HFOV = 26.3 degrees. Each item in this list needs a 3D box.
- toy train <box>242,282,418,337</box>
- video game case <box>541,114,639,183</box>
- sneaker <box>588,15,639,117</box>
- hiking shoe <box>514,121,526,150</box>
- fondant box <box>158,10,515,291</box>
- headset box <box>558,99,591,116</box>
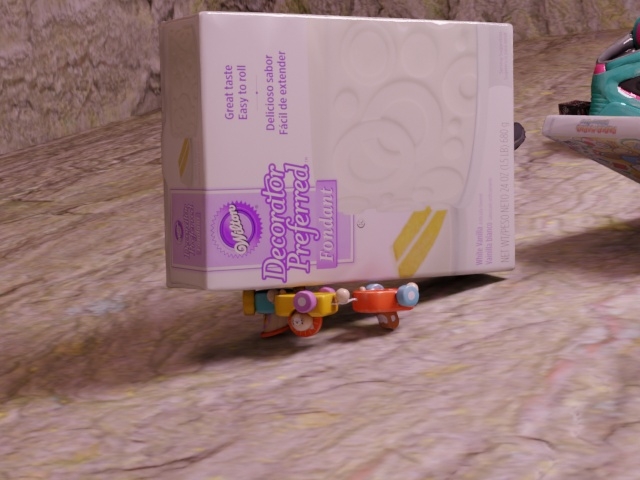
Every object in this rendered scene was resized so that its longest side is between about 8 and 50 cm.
[{"bbox_3d":[0.004,0.063,1.230,0.125,0.046,0.166,-3,1,-40],"label":"toy train"},{"bbox_3d":[0.363,-0.071,1.330,0.227,0.026,0.206,22,-7,-32],"label":"video game case"},{"bbox_3d":[0.491,-0.228,1.861,0.295,0.178,0.124,-13,12,-18],"label":"sneaker"},{"bbox_3d":[0.175,-0.157,1.935,0.227,0.114,0.086,-8,13,5],"label":"hiking shoe"},{"bbox_3d":[0.022,-0.081,1.256,0.330,0.238,0.096,-3,4,-28],"label":"fondant box"},{"bbox_3d":[0.370,-0.165,1.946,0.032,0.062,0.083,-12,12,-16],"label":"headset box"}]
